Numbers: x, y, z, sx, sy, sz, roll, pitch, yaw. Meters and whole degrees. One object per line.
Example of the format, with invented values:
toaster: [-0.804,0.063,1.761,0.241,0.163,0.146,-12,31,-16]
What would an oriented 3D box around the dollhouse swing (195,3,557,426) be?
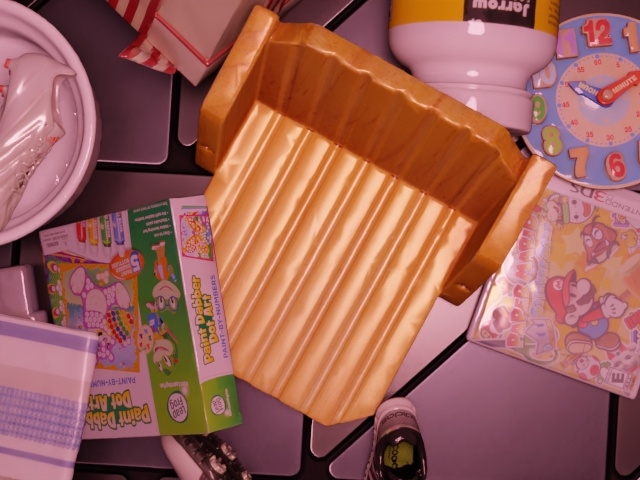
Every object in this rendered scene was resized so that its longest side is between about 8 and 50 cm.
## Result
dollhouse swing: [0.000,0.000,1.402,0.346,0.315,0.305,30,75,1]

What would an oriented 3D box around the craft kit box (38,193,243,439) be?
craft kit box: [-0.202,0.090,1.434,0.249,0.061,0.247,-12,90,45]

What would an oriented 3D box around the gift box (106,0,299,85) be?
gift box: [-0.135,-0.339,1.391,0.255,0.258,0.276,47,57,5]

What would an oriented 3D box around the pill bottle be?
pill bottle: [0.171,-0.287,1.438,0.187,0.188,0.334,3,89,1]

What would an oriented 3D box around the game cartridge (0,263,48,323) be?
game cartridge: [-0.411,0.217,1.511,0.230,0.068,0.355,-8,89,-3]

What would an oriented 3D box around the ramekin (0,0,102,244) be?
ramekin: [-0.378,-0.127,1.475,0.277,0.135,0.277,0,89,2]

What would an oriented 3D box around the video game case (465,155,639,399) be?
video game case: [0.301,0.042,1.512,0.206,0.026,0.227,20,90,2]

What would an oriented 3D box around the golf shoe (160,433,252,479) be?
golf shoe: [-0.113,0.323,1.482,0.120,0.105,0.273,-36,88,8]

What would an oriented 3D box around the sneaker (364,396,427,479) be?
sneaker: [0.085,0.264,1.470,0.063,0.075,0.170,0,114,-5]

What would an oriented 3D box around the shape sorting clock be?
shape sorting clock: [0.323,-0.160,1.495,0.206,0.040,0.206,-1,78,3]

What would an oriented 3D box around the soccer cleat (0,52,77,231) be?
soccer cleat: [-0.310,-0.100,1.374,0.076,0.068,0.196,13,87,-1]

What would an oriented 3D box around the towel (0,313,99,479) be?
towel: [-0.361,0.219,1.439,0.209,0.034,0.285,9,84,11]
